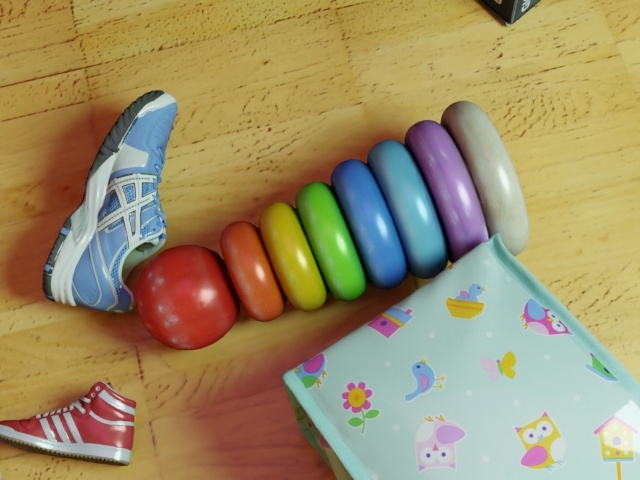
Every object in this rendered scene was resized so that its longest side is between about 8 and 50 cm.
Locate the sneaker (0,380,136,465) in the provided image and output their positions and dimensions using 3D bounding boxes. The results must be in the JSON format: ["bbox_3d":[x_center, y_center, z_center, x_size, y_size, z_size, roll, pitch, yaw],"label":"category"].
[{"bbox_3d":[-0.212,0.147,0.977,0.118,0.042,0.067,10,72,-1],"label":"sneaker"}]

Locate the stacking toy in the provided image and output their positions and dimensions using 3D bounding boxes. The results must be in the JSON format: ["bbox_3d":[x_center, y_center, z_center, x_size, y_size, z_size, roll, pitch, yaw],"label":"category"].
[{"bbox_3d":[0.000,0.000,0.985,0.330,0.141,0.141,-20,68,-1],"label":"stacking toy"}]

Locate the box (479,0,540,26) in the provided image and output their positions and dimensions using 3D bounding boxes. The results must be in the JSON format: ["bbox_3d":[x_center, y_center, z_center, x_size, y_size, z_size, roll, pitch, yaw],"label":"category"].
[{"bbox_3d":[0.102,-0.375,1.039,0.073,0.295,0.293,-40,72,-12],"label":"box"}]

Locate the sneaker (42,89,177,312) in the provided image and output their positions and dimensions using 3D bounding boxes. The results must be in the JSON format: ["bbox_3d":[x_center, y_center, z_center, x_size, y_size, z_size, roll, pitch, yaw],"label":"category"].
[{"bbox_3d":[-0.168,-0.032,1.037,0.081,0.080,0.211,21,80,4],"label":"sneaker"}]

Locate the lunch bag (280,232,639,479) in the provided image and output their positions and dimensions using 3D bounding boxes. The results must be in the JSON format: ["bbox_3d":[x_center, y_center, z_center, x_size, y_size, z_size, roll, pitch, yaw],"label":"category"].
[{"bbox_3d":[0.132,0.165,0.893,0.223,0.160,0.262,-34,64,-11],"label":"lunch bag"}]
